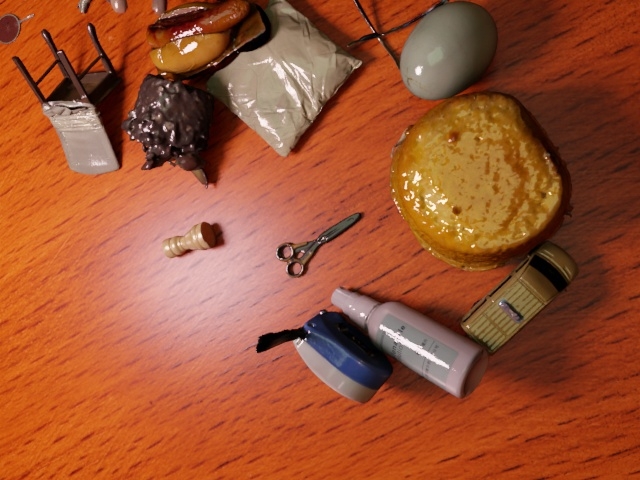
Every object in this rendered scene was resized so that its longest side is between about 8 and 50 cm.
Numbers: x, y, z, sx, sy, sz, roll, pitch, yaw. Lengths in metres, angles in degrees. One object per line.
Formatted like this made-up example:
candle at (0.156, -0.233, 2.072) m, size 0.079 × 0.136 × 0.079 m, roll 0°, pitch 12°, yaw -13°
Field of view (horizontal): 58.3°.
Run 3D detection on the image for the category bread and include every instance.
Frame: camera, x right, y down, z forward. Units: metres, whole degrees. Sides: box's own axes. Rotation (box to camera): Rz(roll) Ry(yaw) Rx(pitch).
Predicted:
bread at (0.311, -0.130, 1.133) m, size 0.337 × 0.204 × 0.358 m, roll -33°, pitch 78°, yaw 6°

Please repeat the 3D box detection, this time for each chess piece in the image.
chess piece at (-0.317, 0.005, 1.372) m, size 0.122 × 0.066 × 0.066 m, roll -20°, pitch 83°, yaw 19°

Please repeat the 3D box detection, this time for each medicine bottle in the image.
medicine bottle at (0.165, 0.188, 1.179) m, size 0.352 × 0.110 × 0.110 m, roll 27°, pitch 96°, yaw 36°

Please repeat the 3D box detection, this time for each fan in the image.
fan at (-0.828, -0.582, 1.552) m, size 0.134 × 0.005 × 0.085 m, roll -20°, pitch 83°, yaw 14°

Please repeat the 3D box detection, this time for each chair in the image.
chair at (-0.589, -0.344, 1.422) m, size 0.160 × 0.319 × 0.186 m, roll -2°, pitch 44°, yaw 14°

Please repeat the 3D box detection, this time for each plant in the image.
plant at (-0.347, -0.261, 1.328) m, size 0.178 × 0.204 × 0.233 m, roll 39°, pitch 117°, yaw 51°

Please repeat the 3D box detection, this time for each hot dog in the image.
hot dog at (-0.287, -0.485, 1.312) m, size 0.326 × 0.107 × 0.193 m, roll -22°, pitch 69°, yaw 22°

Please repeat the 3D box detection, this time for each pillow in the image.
pillow at (-0.094, -0.380, 1.312) m, size 0.274 × 0.076 × 0.280 m, roll 43°, pitch 100°, yaw 12°

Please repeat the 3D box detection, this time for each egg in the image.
egg at (0.258, -0.381, 1.162) m, size 0.168 × 0.168 × 0.231 m, roll 40°, pitch 75°, yaw 13°

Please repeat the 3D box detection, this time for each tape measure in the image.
tape measure at (0.023, 0.228, 1.125) m, size 0.215 × 0.351 × 0.097 m, roll 39°, pitch 100°, yaw 15°

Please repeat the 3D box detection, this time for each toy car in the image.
toy car at (0.398, 0.114, 1.142) m, size 0.101 × 0.124 × 0.256 m, roll 46°, pitch 101°, yaw 10°

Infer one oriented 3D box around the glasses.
glasses at (0.149, -0.486, 1.235) m, size 0.239 × 0.102 × 0.206 m, roll 15°, pitch 92°, yaw 15°

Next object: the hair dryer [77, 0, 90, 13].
hair dryer at (-0.529, -0.701, 1.448) m, size 0.219 × 0.088 × 0.224 m, roll -2°, pitch 101°, yaw 11°

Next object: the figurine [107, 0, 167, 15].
figurine at (-0.385, -0.622, 1.270) m, size 0.381 × 0.249 × 0.203 m, roll 5°, pitch 106°, yaw 58°

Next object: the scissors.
scissors at (0.000, 0.000, 1.309) m, size 0.220 × 0.017 × 0.088 m, roll -33°, pitch 80°, yaw 11°
